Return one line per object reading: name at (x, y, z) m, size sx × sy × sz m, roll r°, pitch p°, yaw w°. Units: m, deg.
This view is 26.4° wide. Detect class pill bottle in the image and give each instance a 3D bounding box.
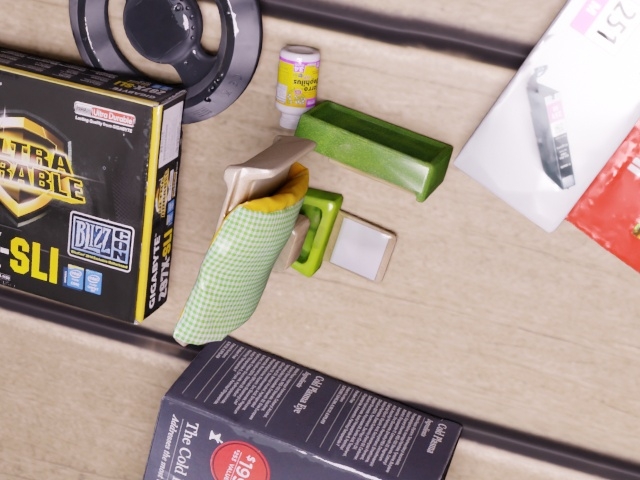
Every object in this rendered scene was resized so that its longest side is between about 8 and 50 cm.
pill bottle at (-0.025, -0.162, 1.452) m, size 0.043 × 0.043 × 0.083 m, roll 12°, pitch 113°, yaw 13°

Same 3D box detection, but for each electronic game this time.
electronic game at (-0.168, -0.235, 1.466) m, size 0.229 × 0.048 × 0.229 m, roll 8°, pitch 114°, yaw 19°

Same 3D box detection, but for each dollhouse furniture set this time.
dollhouse furniture set at (0.000, 0.000, 1.360) m, size 0.151 × 0.301 × 0.198 m, roll 23°, pitch 112°, yaw 11°

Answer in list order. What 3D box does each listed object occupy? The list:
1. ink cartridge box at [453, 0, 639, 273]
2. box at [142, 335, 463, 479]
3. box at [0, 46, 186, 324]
ink cartridge box at (0.305, -0.118, 1.357) m, size 0.239 × 0.060 × 0.275 m, roll 36°, pitch 116°, yaw 4°
box at (-0.044, 0.333, 1.568) m, size 0.312 × 0.179 × 0.343 m, roll 19°, pitch 115°, yaw 9°
box at (-0.315, -0.072, 1.519) m, size 0.322 × 0.079 × 0.257 m, roll 15°, pitch 115°, yaw 16°
